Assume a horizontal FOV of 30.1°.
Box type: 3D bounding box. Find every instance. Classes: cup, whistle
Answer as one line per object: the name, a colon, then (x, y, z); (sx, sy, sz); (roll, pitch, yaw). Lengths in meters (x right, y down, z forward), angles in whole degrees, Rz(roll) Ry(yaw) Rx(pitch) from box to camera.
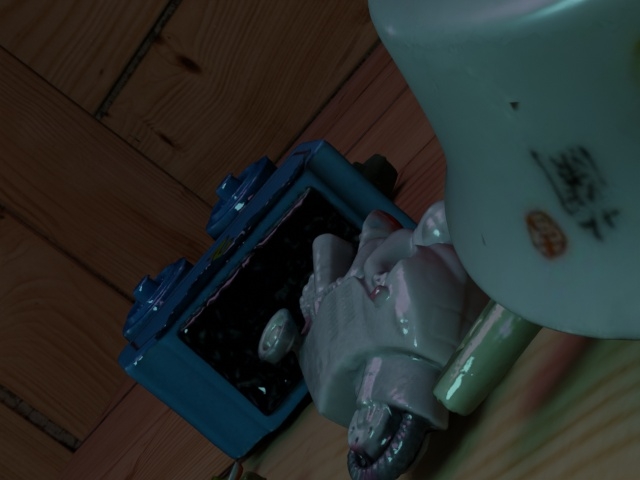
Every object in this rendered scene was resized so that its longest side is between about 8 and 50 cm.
cup: (0.152, -0.144, 0.492); (0.347, 0.163, 0.347); (-33, 28, 20)
whistle: (0.140, -0.015, 0.620); (0.253, 0.106, 0.102); (-53, -33, -3)

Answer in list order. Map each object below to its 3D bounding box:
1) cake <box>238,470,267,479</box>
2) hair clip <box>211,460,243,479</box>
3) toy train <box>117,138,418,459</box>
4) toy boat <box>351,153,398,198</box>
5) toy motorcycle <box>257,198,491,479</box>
cake: (-0.076, 0.241, 0.881); (0.140, 0.051, 0.055); (-54, 9, 2)
hair clip: (-0.129, 0.272, 1.113); (0.188, 0.033, 0.060); (-43, 14, 37)
toy train: (-0.054, 0.046, 1.187); (0.300, 0.188, 0.265); (-50, 12, -8)
toy boat: (0.000, 0.000, 1.398); (0.260, 0.085, 0.078); (-56, 9, -25)
toy motorcycle: (0.052, 0.047, 0.782); (0.171, 0.110, 0.260); (-55, 18, 13)
